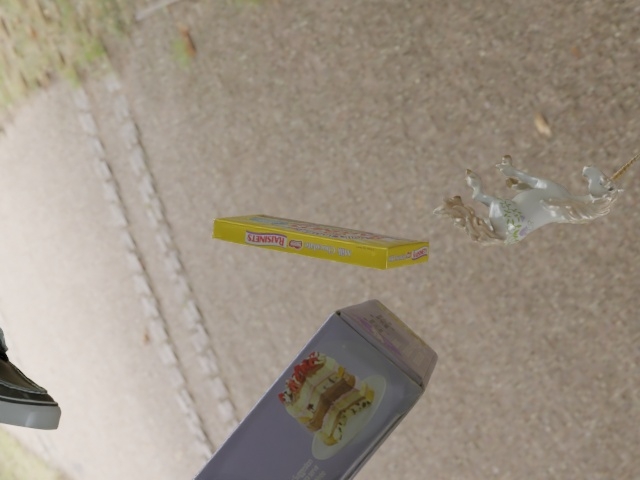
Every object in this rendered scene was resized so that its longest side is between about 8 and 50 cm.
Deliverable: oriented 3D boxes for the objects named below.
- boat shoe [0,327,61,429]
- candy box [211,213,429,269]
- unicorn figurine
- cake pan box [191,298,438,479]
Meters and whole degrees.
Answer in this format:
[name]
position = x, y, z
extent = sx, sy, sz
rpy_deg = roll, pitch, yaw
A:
[boat shoe]
position = -0.420, 0.132, 1.438
extent = 0.306, 0.113, 0.105
rpy_deg = 18, 88, 29
[candy box]
position = 0.000, 0.000, 1.294
extent = 0.205, 0.105, 0.027
rpy_deg = 10, 100, 27
[unicorn figurine]
position = 0.189, -0.037, 1.100
extent = 0.111, 0.162, 0.060
rpy_deg = 39, 158, 41
[cake pan box]
position = -0.038, 0.154, 0.727
extent = 0.070, 0.267, 0.246
rpy_deg = 40, -175, 8
